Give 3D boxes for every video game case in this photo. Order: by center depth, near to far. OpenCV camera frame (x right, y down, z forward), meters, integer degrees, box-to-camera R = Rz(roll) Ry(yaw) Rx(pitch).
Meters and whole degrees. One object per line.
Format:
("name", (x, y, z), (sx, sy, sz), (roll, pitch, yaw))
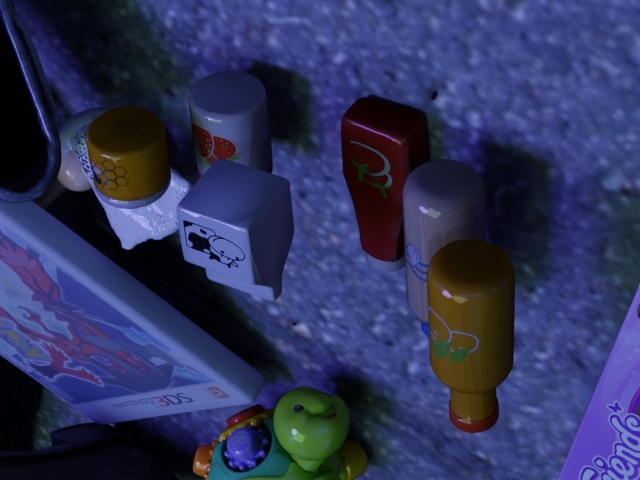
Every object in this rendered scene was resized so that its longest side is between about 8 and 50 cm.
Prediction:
("video game case", (-0.159, 0.046, 1.117), (0.201, 0.023, 0.183), (39, 150, -25))

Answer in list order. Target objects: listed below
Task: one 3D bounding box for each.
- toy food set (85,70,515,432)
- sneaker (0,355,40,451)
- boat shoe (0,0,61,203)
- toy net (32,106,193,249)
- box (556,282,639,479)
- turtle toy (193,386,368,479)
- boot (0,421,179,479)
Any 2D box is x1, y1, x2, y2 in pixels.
("toy food set", (0.000, 0.000, 0.914), (0.232, 0.111, 0.104), (18, 138, 22))
("sneaker", (-0.261, 0.133, 1.296), (0.097, 0.084, 0.235), (32, 142, 12))
("boat shoe", (-0.219, -0.148, 0.911), (0.301, 0.108, 0.102), (64, 167, -18))
("toy net", (-0.161, -0.066, 1.046), (0.232, 0.045, 0.122), (13, 121, 27))
("box", (0.229, 0.091, 0.859), (0.201, 0.057, 0.293), (29, 142, 15))
("turtle toy", (-0.024, 0.127, 1.094), (0.130, 0.095, 0.066), (-28, 86, 50))
("boot", (-0.116, 0.198, 1.123), (0.229, 0.263, 0.091), (21, 119, 33))
